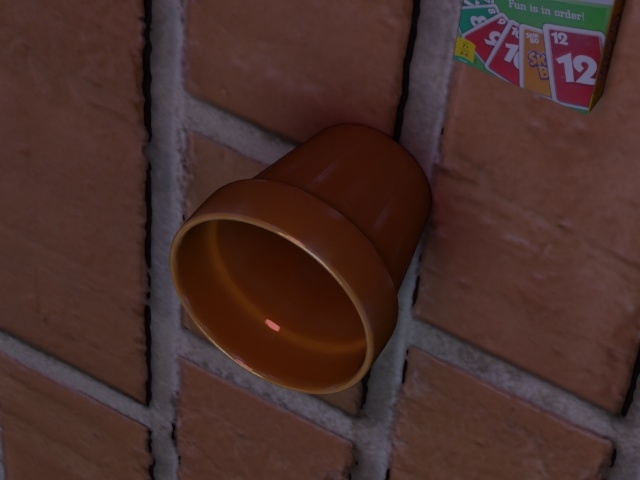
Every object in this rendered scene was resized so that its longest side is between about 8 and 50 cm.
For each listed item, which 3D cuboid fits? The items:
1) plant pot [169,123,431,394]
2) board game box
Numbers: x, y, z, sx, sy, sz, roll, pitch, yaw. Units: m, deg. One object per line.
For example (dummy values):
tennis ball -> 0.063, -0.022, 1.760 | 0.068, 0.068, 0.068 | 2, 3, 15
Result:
plant pot -> 0.000, 0.000, 1.732 | 0.205, 0.188, 0.205 | 22, 140, 20
board game box -> 0.178, -0.219, 1.491 | 0.124, 0.039, 0.259 | 25, 138, 17
